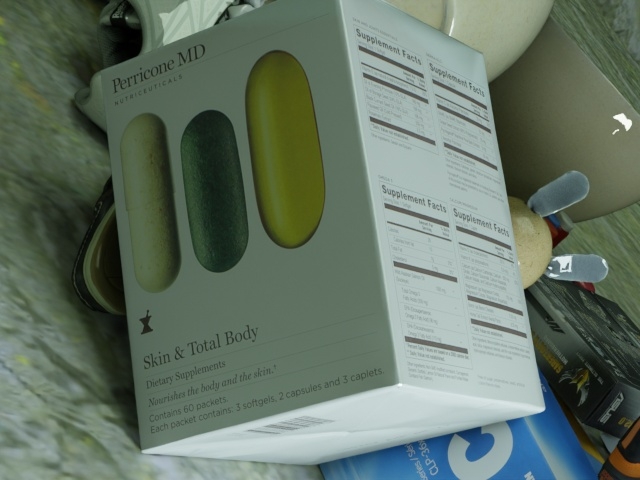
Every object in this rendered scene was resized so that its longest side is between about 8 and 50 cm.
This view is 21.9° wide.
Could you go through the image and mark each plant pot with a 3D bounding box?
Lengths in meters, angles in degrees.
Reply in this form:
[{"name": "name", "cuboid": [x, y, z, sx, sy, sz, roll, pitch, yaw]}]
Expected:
[{"name": "plant pot", "cuboid": [0.261, -0.126, 1.949, 0.284, 0.191, 0.284, 47, 10, -11]}]

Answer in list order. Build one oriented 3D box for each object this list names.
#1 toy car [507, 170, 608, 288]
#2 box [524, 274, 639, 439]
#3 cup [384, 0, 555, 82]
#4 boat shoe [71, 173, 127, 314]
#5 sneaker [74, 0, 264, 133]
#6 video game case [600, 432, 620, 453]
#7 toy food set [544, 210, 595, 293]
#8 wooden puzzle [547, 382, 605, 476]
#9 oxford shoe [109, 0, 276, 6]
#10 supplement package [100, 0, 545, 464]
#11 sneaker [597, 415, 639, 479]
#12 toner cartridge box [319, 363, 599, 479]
[{"name": "toy car", "cuboid": [0.156, 0.000, 1.484, 0.149, 0.188, 0.155, -57, 132, -68]}, {"name": "box", "cuboid": [0.280, 0.119, 1.656, 0.183, 0.056, 0.231, 25, 20, -37]}, {"name": "cup", "cuboid": [0.068, -0.261, 1.649, 0.331, 0.331, 0.237, 46, 25, -9]}, {"name": "boat shoe", "cuboid": [-0.123, -0.017, 1.187, 0.080, 0.073, 0.223, 57, 36, -23]}, {"name": "sneaker", "cuboid": [-0.112, -0.191, 1.361, 0.118, 0.110, 0.292, 27, 54, -16]}, {"name": "video game case", "cuboid": [0.433, 0.316, 1.741, 0.269, 0.061, 0.244, 27, 29, -45]}, {"name": "toy food set", "cuboid": [0.259, 0.038, 1.808, 0.232, 0.104, 0.111, 32, 26, -37]}, {"name": "wooden puzzle", "cuboid": [0.208, 0.201, 1.510, 0.239, 0.044, 0.221, 11, 42, -59]}, {"name": "oxford shoe", "cuboid": [-0.102, -0.188, 1.511, 0.348, 0.123, 0.130, 41, 46, -17]}, {"name": "supplement package", "cuboid": [0.000, 0.000, 1.106, 0.198, 0.199, 0.262, 16, 61, -55]}, {"name": "sneaker", "cuboid": [0.358, 0.288, 1.405, 0.125, 0.180, 0.321, 14, 34, -54]}, {"name": "toner cartridge box", "cuboid": [0.092, 0.157, 1.185, 0.075, 0.165, 0.347, 23, 32, -47]}]
